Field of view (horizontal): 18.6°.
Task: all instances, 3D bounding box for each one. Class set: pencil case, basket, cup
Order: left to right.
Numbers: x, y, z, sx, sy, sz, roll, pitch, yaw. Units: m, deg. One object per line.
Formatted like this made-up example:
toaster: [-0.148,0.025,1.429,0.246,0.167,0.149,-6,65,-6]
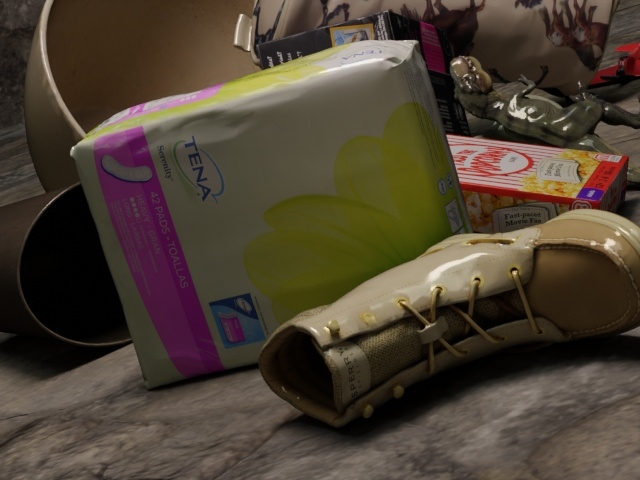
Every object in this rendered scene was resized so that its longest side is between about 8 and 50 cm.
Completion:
basket: [-0.251,0.024,1.873,0.204,0.154,0.227,-23,10,-35]
cup: [-0.204,-0.133,2.216,0.331,0.331,0.237,-28,-11,-40]
pencil case: [0.118,-0.248,2.177,0.410,0.160,0.183,4,-35,-16]

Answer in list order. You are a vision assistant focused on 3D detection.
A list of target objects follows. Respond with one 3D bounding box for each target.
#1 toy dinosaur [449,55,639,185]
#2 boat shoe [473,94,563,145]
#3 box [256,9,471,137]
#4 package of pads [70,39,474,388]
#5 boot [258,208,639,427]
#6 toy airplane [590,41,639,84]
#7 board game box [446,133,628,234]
toy dinosaur: [0.246,-0.110,1.832,0.268,0.064,0.118,28,41,33]
boat shoe: [0.160,-0.061,1.867,0.081,0.069,0.227,35,45,21]
box: [0.050,-0.127,1.961,0.142,0.163,0.247,-13,-3,18]
package of pads: [-0.034,-0.026,1.581,0.296,0.229,0.101,-13,13,16]
boot: [0.094,0.056,1.354,0.203,0.095,0.262,-25,12,-32]
toy airplane: [0.375,-0.214,2.333,0.151,0.028,0.151,-15,13,4]
board game box: [0.159,-0.046,1.702,0.193,0.045,0.147,8,19,16]
